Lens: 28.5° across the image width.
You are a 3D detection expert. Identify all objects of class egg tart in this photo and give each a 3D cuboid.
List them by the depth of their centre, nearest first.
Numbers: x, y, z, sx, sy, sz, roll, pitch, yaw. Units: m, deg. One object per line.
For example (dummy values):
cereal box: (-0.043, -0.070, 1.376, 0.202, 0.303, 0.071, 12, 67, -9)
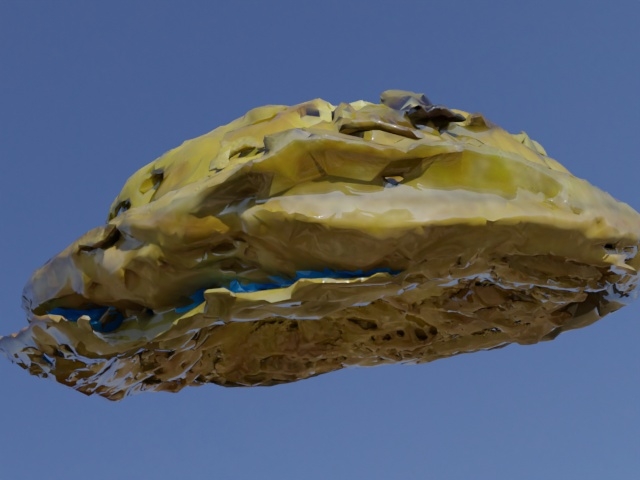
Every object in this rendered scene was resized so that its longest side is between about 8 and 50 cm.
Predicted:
egg tart: (0.000, 0.000, 0.546, 0.291, 0.107, 0.291, -8, -13, -2)
